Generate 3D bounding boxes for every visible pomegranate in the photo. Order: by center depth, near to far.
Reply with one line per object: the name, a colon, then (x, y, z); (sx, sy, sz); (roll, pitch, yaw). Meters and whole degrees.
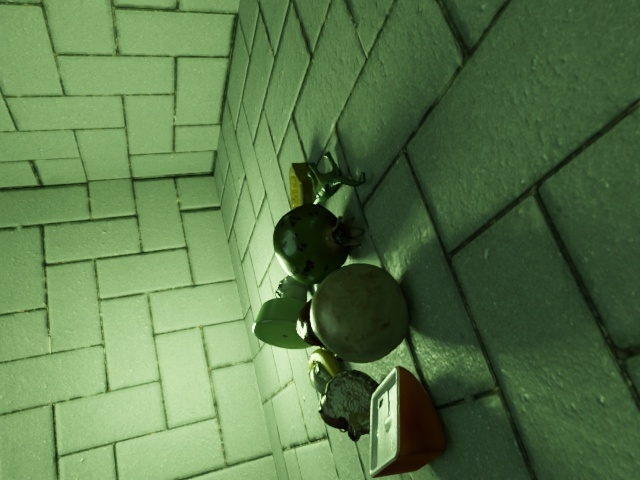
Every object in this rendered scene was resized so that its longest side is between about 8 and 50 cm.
pomegranate: (-0.016, 0.019, 1.704); (0.323, 0.291, 0.290); (17, 113, 58)

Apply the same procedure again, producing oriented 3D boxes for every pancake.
pancake: (0.121, 0.560, 1.690); (0.235, 0.029, 0.211); (37, 99, 30)

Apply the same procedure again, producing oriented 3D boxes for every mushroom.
mushroom: (0.129, 0.219, 1.473); (0.290, 0.298, 0.297); (28, -133, -69)
mushroom: (0.040, 0.287, 1.770); (0.254, 0.267, 0.267); (55, -173, -49)

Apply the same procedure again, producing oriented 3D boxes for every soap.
soap: (-0.073, -0.197, 2.026); (0.160, 0.080, 0.257); (-162, 66, -67)

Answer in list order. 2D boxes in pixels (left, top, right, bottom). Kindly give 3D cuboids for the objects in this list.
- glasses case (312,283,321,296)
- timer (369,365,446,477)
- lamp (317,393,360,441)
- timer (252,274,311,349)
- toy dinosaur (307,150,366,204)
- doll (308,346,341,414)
glasses case: (-0.007, 0.208, 2.046); (0.063, 0.041, 0.164); (-166, 70, -66)
timer: (0.226, 0.522, 1.405); (0.257, 0.162, 0.249); (109, 156, -50)
lamp: (0.091, 0.625, 1.825); (0.223, 0.151, 0.214); (15, 121, 24)
timer: (-0.135, 0.288, 2.174); (0.290, 0.291, 0.315); (115, 166, -54)
toy dinosaur: (0.049, -0.165, 1.743); (0.300, 0.087, 0.447); (60, 152, 32)
doll: (0.014, 0.559, 2.027); (0.237, 0.111, 0.252); (-65, 34, 29)
